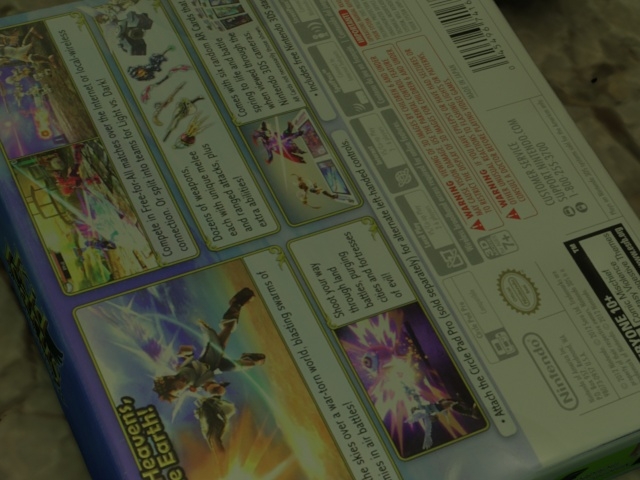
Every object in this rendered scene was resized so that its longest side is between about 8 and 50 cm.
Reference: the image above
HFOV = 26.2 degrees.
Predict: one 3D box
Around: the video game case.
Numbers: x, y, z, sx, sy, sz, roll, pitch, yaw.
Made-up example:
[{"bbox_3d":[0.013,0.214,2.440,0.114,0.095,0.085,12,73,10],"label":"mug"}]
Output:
[{"bbox_3d":[0.000,0.000,0.570,0.244,0.061,0.269,-17,62,-22],"label":"video game case"}]
